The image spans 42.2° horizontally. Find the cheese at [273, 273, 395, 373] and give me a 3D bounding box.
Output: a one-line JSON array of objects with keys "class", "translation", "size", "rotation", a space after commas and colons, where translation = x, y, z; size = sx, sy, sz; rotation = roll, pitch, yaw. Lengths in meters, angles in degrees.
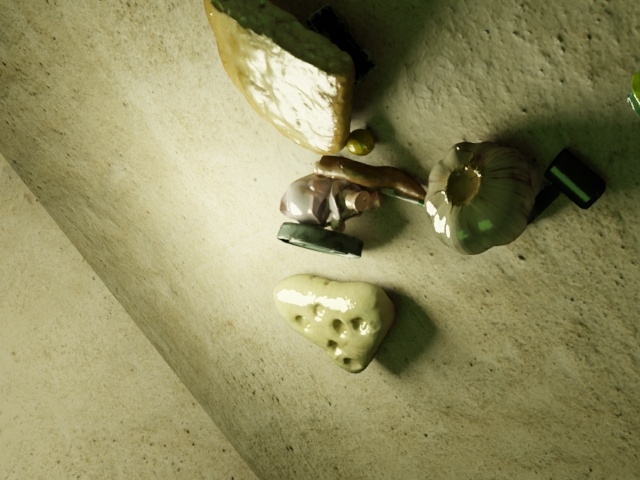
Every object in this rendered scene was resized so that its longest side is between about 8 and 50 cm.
[{"class": "cheese", "translation": [0.046, 0.185, 2.285], "size": [0.351, 0.129, 0.328], "rotation": [42, 144, 4]}]

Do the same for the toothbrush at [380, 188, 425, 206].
[{"class": "toothbrush", "translation": [0.249, -0.083, 1.948], "size": [0.257, 0.018, 0.024], "rotation": [24, 130, 28]}]

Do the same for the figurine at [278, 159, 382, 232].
[{"class": "figurine", "translation": [0.022, -0.098, 2.060], "size": [0.275, 0.133, 0.200], "rotation": [2, 120, 42]}]

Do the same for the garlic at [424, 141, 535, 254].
[{"class": "garlic", "translation": [0.348, -0.070, 1.751], "size": [0.245, 0.245, 0.253], "rotation": [13, 167, 36]}]

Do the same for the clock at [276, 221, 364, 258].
[{"class": "clock", "translation": [0.000, 0.000, 2.125], "size": [0.225, 0.049, 0.226], "rotation": [13, 174, 1]}]

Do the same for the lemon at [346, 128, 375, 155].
[{"class": "lemon", "translation": [0.091, -0.228, 1.936], "size": [0.092, 0.065, 0.065], "rotation": [23, 139, 56]}]

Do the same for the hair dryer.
[{"class": "hair dryer", "translation": [0.474, -0.076, 1.703], "size": [0.114, 0.070, 0.248], "rotation": [42, 146, 8]}]

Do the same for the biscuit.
[{"class": "biscuit", "translation": [-0.100, -0.370, 1.867], "size": [0.429, 0.104, 0.446], "rotation": [39, 162, 15]}]

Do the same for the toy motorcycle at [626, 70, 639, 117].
[{"class": "toy motorcycle", "translation": [0.644, -0.194, 1.346], "size": [0.326, 0.200, 0.191], "rotation": [39, 143, -7]}]

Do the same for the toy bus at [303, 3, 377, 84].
[{"class": "toy bus", "translation": [0.029, -0.414, 1.812], "size": [0.175, 0.088, 0.101], "rotation": [51, 146, -8]}]

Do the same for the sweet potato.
[{"class": "sweet potato", "translation": [0.132, -0.150, 1.939], "size": [0.281, 0.067, 0.059], "rotation": [13, 100, 12]}]
